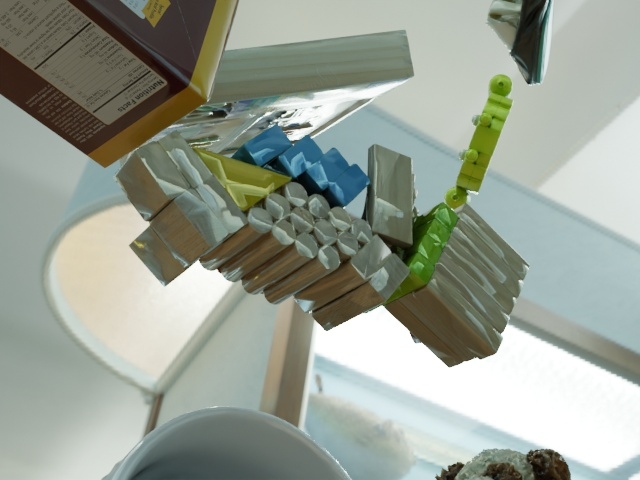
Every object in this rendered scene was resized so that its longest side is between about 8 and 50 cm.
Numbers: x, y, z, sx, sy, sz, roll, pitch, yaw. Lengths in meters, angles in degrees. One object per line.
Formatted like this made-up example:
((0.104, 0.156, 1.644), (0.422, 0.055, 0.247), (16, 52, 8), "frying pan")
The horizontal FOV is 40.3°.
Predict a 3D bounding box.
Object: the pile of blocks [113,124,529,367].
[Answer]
((0.000, 0.000, 0.711), (0.362, 0.148, 0.113), (22, -33, -27), "pile of blocks")

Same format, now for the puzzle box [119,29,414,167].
((-0.091, -0.152, 1.022), (0.272, 0.052, 0.409), (-11, 0, -16), "puzzle box")

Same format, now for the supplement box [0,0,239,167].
((-0.179, -0.201, 0.676), (0.129, 0.191, 0.194), (-25, -49, 35), "supplement box")

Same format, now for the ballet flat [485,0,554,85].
((0.278, -0.328, 1.170), (0.096, 0.095, 0.280), (16, -34, 13), "ballet flat")

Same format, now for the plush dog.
((0.224, 0.363, 1.068), (0.262, 0.225, 0.211), (-23, -48, 39), "plush dog")

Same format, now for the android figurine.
((0.281, -0.167, 1.521), (0.056, 0.273, 0.248), (22, -83, 10), "android figurine")

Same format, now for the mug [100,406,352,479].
((-0.111, 0.392, 0.832), (0.374, 0.276, 0.328), (54, -48, 12), "mug")
